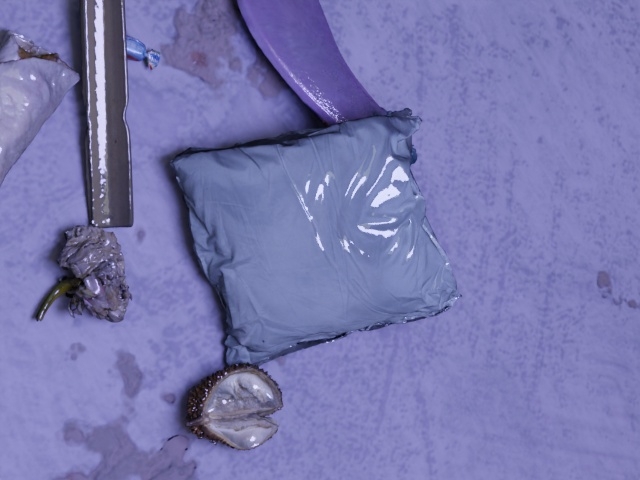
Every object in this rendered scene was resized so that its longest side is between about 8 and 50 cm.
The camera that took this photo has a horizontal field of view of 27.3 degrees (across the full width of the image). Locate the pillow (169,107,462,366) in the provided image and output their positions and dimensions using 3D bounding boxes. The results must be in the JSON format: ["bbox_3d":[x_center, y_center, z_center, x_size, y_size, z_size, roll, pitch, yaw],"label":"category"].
[{"bbox_3d":[0.000,0.000,1.591,0.310,0.138,0.283,-12,103,1],"label":"pillow"}]

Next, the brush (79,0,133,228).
[{"bbox_3d":[-0.251,-0.155,1.548,0.054,0.048,0.282,-2,99,-7],"label":"brush"}]

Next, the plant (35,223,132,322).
[{"bbox_3d":[-0.279,0.048,1.531,0.122,0.104,0.116,-23,61,3],"label":"plant"}]

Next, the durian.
[{"bbox_3d":[-0.117,0.202,1.590,0.140,0.071,0.110,-10,97,-38],"label":"durian"}]

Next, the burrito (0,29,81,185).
[{"bbox_3d":[-0.415,-0.069,1.460,0.117,0.076,0.392,37,72,-13],"label":"burrito"}]

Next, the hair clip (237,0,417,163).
[{"bbox_3d":[-0.010,-0.227,1.650,0.110,0.095,0.359,-32,99,-5],"label":"hair clip"}]

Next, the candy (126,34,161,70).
[{"bbox_3d":[-0.231,-0.228,1.578,0.083,0.020,0.030,19,72,-19],"label":"candy"}]
